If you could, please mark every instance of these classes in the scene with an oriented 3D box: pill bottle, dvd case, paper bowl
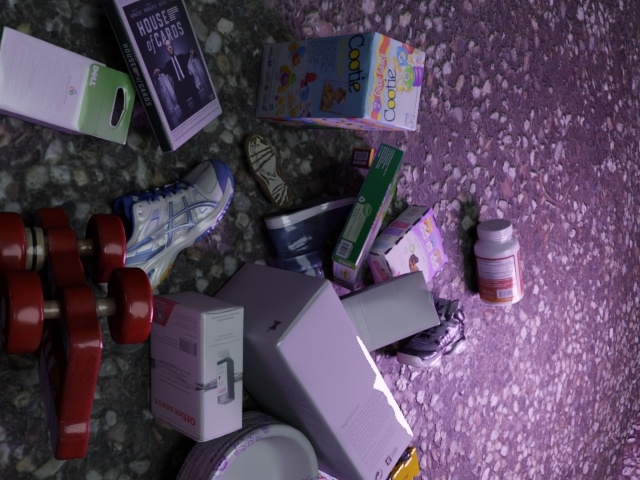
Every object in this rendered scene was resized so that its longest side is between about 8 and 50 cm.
[{"bbox_3d":[0.480,0.057,1.861,0.121,0.121,0.216,-28,116,-39],"label":"pill bottle"},{"bbox_3d":[-0.243,-0.284,1.096,0.179,0.030,0.238,-57,136,-54],"label":"dvd case"},{"bbox_3d":[-0.151,0.461,1.283,0.284,0.148,0.284,-11,105,-43],"label":"paper bowl"}]

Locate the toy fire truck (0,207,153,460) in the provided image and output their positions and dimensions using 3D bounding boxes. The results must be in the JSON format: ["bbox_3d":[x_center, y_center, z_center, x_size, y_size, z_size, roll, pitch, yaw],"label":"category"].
[{"bbox_3d":[-0.356,0.108,0.934,0.169,0.302,0.253,0,126,-33],"label":"toy fire truck"}]

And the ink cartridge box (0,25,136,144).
[{"bbox_3d":[-0.378,-0.217,0.994,0.209,0.062,0.108,13,87,-46],"label":"ink cartridge box"}]

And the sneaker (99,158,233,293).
[{"bbox_3d":[-0.258,-0.043,1.112,0.296,0.112,0.131,-54,130,-25],"label":"sneaker"}]

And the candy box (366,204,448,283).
[{"bbox_3d":[0.203,0.038,1.617,0.196,0.070,0.164,-43,125,-32],"label":"candy box"}]

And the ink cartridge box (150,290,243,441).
[{"bbox_3d":[-0.212,0.208,1.169,0.092,0.159,0.217,-5,101,-45],"label":"ink cartridge box"}]

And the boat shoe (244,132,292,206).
[{"bbox_3d":[-0.106,-0.132,1.303,0.056,0.048,0.153,-39,117,-19],"label":"boat shoe"}]

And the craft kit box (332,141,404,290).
[{"bbox_3d":[0.093,-0.040,1.408,0.246,0.061,0.249,95,19,-76],"label":"craft kit box"}]

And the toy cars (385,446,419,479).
[{"bbox_3d":[0.131,0.670,1.625,0.176,0.087,0.393,40,62,-47],"label":"toy cars"}]

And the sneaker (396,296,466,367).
[{"bbox_3d":[0.276,0.219,1.706,0.269,0.101,0.153,-8,102,-50],"label":"sneaker"}]

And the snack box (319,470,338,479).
[{"bbox_3d":[0.027,0.504,1.547,0.141,0.037,0.100,11,88,-46],"label":"snack box"}]

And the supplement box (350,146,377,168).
[{"bbox_3d":[0.114,-0.174,1.501,0.083,0.055,0.043,10,92,-45],"label":"supplement box"}]

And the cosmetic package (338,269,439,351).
[{"bbox_3d":[0.118,0.157,1.458,0.238,0.107,0.127,-16,89,-24],"label":"cosmetic package"}]

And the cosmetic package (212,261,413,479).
[{"bbox_3d":[-0.019,0.269,1.326,0.161,0.230,0.453,-49,128,-29],"label":"cosmetic package"}]

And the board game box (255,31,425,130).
[{"bbox_3d":[0.030,-0.278,1.240,0.142,0.275,0.144,4,95,-45],"label":"board game box"}]

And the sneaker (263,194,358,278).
[{"bbox_3d":[-0.002,0.000,1.385,0.226,0.086,0.163,-21,103,-33],"label":"sneaker"}]
